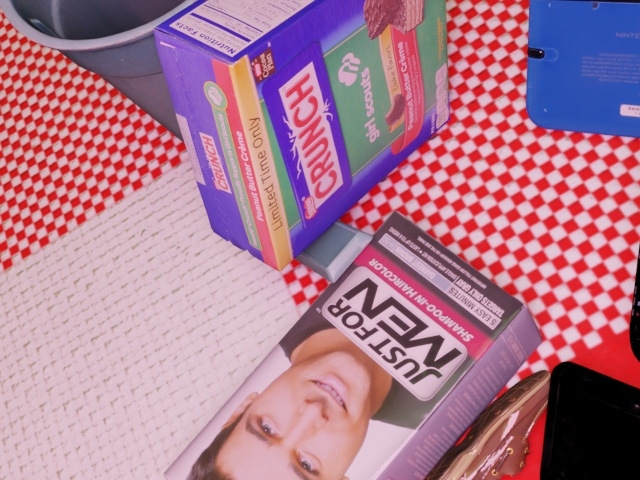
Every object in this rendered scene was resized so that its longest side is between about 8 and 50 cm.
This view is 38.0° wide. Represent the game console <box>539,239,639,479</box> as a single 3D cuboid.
[{"bbox_3d":[0.300,0.098,0.814,0.213,0.043,0.362,19,112,48],"label":"game console"}]

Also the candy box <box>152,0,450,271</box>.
[{"bbox_3d":[0.001,-0.171,1.002,0.122,0.268,0.317,29,56,34],"label":"candy box"}]

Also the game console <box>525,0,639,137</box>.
[{"bbox_3d":[0.395,-0.255,1.033,0.293,0.250,0.173,10,29,26],"label":"game console"}]

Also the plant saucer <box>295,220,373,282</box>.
[{"bbox_3d":[0.000,0.000,1.061,0.067,0.018,0.192,-49,20,-5],"label":"plant saucer"}]

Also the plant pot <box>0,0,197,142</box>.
[{"bbox_3d":[-0.152,-0.283,1.136,0.341,0.334,0.341,-9,63,18],"label":"plant pot"}]

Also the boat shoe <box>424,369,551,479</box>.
[{"bbox_3d":[0.180,0.208,0.937,0.060,0.064,0.178,43,88,1],"label":"boat shoe"}]

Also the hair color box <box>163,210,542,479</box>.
[{"bbox_3d":[0.036,0.175,0.975,0.185,0.113,0.374,38,85,32],"label":"hair color box"}]
